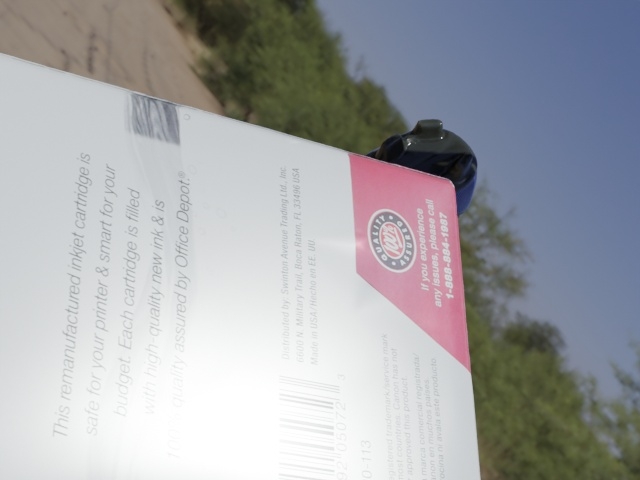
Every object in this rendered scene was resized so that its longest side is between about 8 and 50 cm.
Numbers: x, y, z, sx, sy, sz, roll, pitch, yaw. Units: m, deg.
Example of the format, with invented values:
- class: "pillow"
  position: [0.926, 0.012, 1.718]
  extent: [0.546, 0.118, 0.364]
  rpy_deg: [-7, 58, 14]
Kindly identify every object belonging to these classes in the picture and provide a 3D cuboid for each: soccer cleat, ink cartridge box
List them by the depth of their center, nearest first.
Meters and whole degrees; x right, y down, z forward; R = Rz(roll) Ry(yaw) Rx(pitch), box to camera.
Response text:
- class: "ink cartridge box"
  position: [-0.079, 0.050, 0.526]
  extent: [0.283, 0.117, 0.207]
  rpy_deg: [13, 59, -25]
- class: "soccer cleat"
  position: [0.001, 0.001, 0.947]
  extent: [0.093, 0.289, 0.121]
  rpy_deg: [54, -25, 29]
